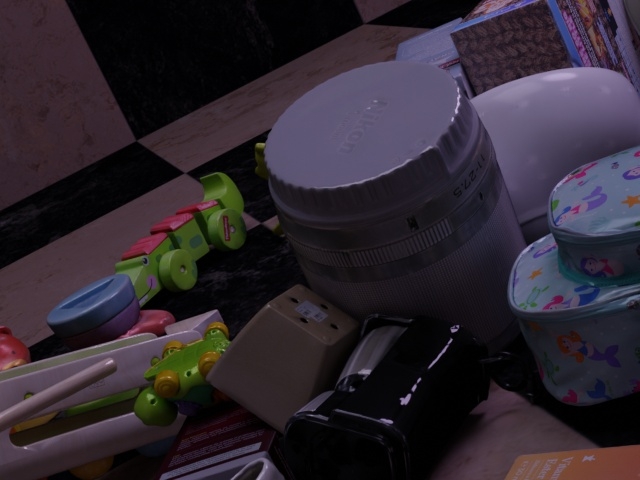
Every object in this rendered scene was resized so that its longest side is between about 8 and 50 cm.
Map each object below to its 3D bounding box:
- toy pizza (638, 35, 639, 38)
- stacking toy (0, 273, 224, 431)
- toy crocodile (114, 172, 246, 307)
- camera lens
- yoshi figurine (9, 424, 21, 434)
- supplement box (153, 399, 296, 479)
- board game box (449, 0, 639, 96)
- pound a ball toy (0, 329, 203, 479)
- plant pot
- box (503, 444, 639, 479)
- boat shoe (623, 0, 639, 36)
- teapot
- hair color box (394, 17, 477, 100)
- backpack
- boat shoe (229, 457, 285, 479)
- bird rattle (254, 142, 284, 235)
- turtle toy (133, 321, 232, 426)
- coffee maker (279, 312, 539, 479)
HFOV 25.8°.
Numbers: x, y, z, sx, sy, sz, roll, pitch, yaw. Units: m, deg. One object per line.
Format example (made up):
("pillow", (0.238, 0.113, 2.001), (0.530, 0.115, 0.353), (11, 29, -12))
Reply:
("toy pizza", (0.491, -0.334, 2.048), (0.201, 0.201, 0.032), (-15, 60, 32))
("stacking toy", (-0.311, 0.130, 1.858), (0.279, 0.130, 0.309), (-12, 21, 41))
("toy crocodile", (-0.223, 0.007, 2.156), (0.115, 0.105, 0.340), (-11, 22, 41))
("camera lens", (0.083, -0.011, 1.387), (0.219, 0.274, 0.219), (-16, 37, 12))
("yoshi figurine", (-0.549, 0.297, 1.698), (0.362, 0.203, 0.203), (-8, 53, 19))
("supplement box", (-0.072, 0.199, 1.380), (0.130, 0.073, 0.239), (-20, 18, 19))
("board game box", (0.325, -0.248, 1.905), (0.141, 0.232, 0.291), (-16, 18, 32))
("pound a ball toy", (-0.255, 0.192, 1.451), (0.319, 0.136, 0.208), (-15, 3, -33))
("plant pot", (-0.024, 0.107, 1.322), (0.109, 0.109, 0.096), (-30, -30, -61))
("box", (0.194, 0.207, 0.919), (0.170, 0.091, 0.130), (-13, 20, 37))
("boat shoe", (0.523, -0.289, 1.837), (0.113, 0.127, 0.340), (-17, 32, -15))
("teapot", (0.252, -0.064, 1.546), (0.252, 0.187, 0.256), (-5, -16, -26))
("hair color box", (0.183, -0.175, 1.971), (0.113, 0.185, 0.374), (-21, 16, 13))
("backpack", (0.285, 0.027, 1.202), (0.253, 0.191, 0.225), (-24, 18, 19))
("boat shoe", (-0.139, 0.280, 1.180), (0.277, 0.096, 0.098), (-33, 18, -25))
("bird rattle", (0.030, -0.113, 2.135), (0.253, 0.143, 0.207), (-18, 1, 15))
("turtle toy", (-0.131, 0.141, 1.397), (0.130, 0.066, 0.095), (-25, 19, 10))
("coffee maker", (0.076, 0.149, 1.232), (0.171, 0.120, 0.178), (-14, 20, 33))
